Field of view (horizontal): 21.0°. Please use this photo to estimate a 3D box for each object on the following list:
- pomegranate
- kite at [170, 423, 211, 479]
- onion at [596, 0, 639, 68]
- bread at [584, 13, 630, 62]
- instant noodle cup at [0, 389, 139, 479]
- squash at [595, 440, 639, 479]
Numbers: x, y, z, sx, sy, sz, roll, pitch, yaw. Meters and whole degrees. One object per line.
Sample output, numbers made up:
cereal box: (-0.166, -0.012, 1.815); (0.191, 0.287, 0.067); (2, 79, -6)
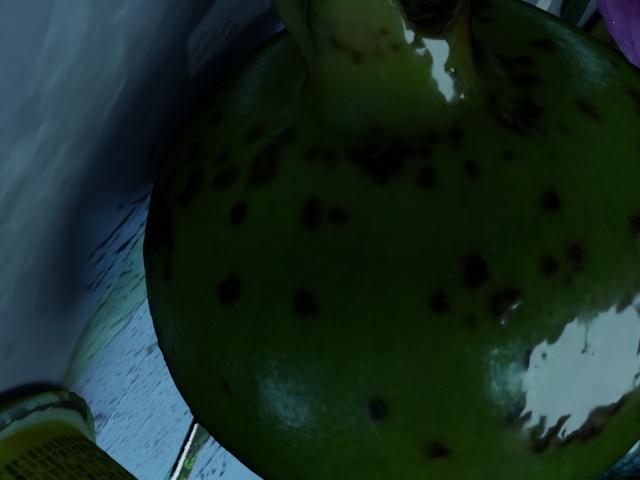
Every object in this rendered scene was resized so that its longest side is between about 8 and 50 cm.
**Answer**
pomegranate: (0.035, -0.014, 0.613); (0.211, 0.211, 0.263); (-51, 146, -35)
kite: (0.000, 0.000, 0.938); (0.321, 0.016, 0.234); (-57, 169, -8)
onion: (0.271, -0.220, 0.887); (0.358, 0.345, 0.358); (-155, -90, -87)
bread: (0.235, -0.088, 1.504); (0.234, 0.110, 0.184); (-46, 155, -42)
instant noodle cup: (-0.083, 0.254, 0.639); (0.325, 0.254, 0.325); (-56, 169, -17)
squash: (0.155, 0.051, 1.147); (0.252, 0.252, 0.165); (-54, 174, -24)
